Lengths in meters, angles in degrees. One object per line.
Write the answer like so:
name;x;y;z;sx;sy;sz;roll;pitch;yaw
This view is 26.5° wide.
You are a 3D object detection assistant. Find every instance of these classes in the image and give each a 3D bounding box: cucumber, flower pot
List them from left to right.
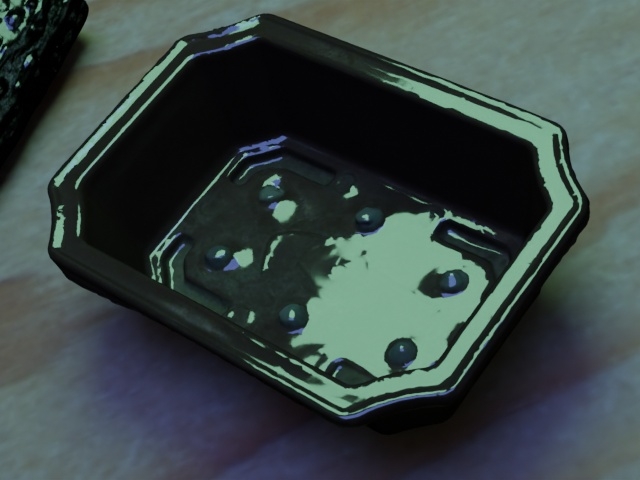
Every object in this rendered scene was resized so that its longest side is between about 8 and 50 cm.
cucumber;-0.225;-0.042;0.772;0.072;0.072;0.300;14;63;24
flower pot;0.000;0.000;0.668;0.251;0.084;0.179;26;66;31
